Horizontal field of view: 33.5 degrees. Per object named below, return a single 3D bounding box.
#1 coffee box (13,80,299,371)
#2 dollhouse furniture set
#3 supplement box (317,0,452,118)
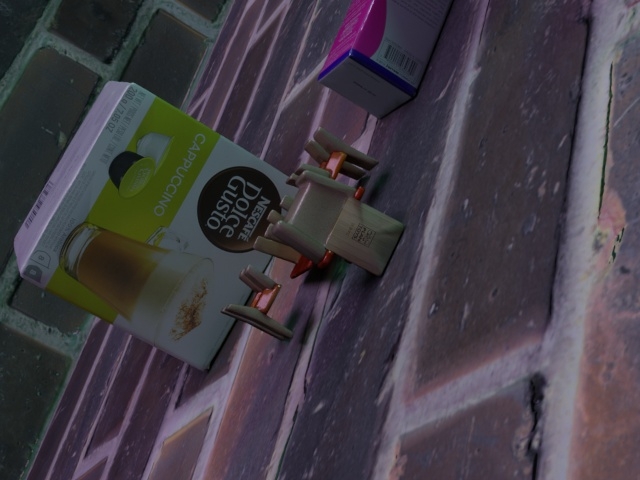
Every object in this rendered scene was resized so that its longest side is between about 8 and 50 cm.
[{"bbox_3d":[-0.274,-0.036,1.759,0.338,0.334,0.338,-60,19,-2],"label":"coffee box"},{"bbox_3d":[0.000,0.000,1.347,0.262,0.135,0.259,-64,6,-11],"label":"dollhouse furniture set"},{"bbox_3d":[0.100,-0.303,1.510,0.114,0.111,0.220,-26,37,63],"label":"supplement box"}]
